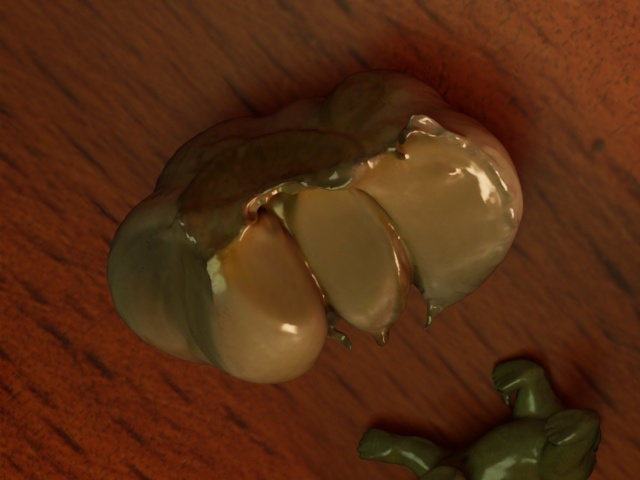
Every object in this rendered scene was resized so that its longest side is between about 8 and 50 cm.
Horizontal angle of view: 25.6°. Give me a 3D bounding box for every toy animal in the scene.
[{"bbox_3d":[0.120,0.179,1.070,0.219,0.103,0.101,-29,125,14],"label":"toy animal"}]

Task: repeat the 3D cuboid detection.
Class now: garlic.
[{"bbox_3d":[-0.010,-0.006,0.985,0.281,0.184,0.203,-30,129,-1],"label":"garlic"}]
